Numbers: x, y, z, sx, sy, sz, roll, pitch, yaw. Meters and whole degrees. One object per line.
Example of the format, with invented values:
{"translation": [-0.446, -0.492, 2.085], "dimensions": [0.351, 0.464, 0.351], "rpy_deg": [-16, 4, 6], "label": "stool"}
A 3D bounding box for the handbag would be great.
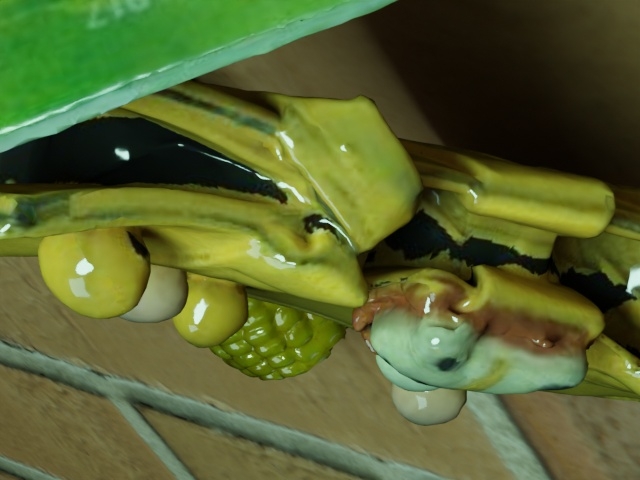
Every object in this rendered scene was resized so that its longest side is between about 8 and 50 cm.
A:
{"translation": [0.000, 0.000, 0.702], "dimensions": [0.401, 0.133, 0.283], "rpy_deg": [15, 174, -34], "label": "handbag"}

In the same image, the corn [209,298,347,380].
{"translation": [-0.118, -0.054, 1.010], "dimensions": [0.363, 0.120, 0.120], "rpy_deg": [43, 155, -22], "label": "corn"}

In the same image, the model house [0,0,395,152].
{"translation": [-0.071, -0.242, 0.401], "dimensions": [0.323, 0.340, 0.300], "rpy_deg": [60, -169, -61], "label": "model house"}
